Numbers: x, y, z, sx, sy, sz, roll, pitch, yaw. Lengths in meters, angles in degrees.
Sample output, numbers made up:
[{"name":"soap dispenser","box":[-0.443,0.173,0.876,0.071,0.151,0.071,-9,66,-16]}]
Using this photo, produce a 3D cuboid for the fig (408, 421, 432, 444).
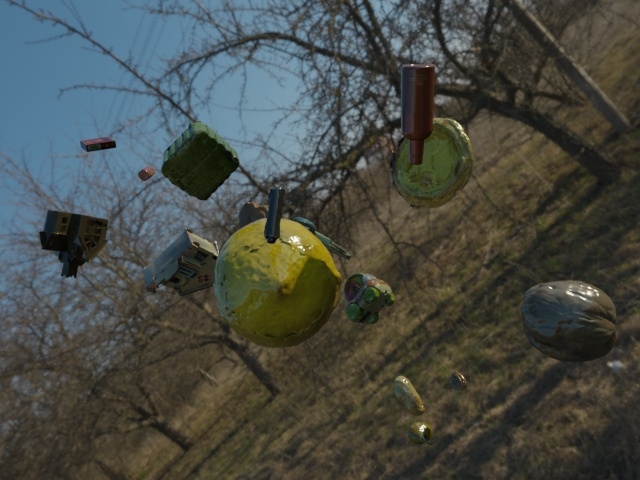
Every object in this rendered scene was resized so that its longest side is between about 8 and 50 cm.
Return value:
[{"name":"fig","box":[0.357,0.694,1.825,0.082,0.084,0.098,-63,-2,4]}]

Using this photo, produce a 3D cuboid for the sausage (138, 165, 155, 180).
[{"name":"sausage","box":[-0.612,-0.237,1.801,0.041,0.039,0.131,-47,16,5]}]

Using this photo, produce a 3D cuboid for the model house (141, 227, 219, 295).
[{"name":"model house","box":[-0.560,0.126,2.179,0.326,0.169,0.244,-40,-39,17]}]

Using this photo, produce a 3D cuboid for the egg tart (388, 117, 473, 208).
[{"name":"egg tart","box":[0.329,-0.221,1.492,0.095,0.279,0.279,11,-42,-44]}]

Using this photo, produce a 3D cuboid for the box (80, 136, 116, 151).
[{"name":"box","box":[-0.622,-0.269,1.430,0.082,0.051,0.023,-19,-56,-35]}]

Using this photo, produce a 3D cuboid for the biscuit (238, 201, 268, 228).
[{"name":"biscuit","box":[-0.225,-0.029,1.875,0.044,0.295,0.186,13,-64,-47]}]

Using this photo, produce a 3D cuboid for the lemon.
[{"name":"lemon","box":[-0.121,0.112,1.392,0.350,0.350,0.387,-42,9,-7]}]

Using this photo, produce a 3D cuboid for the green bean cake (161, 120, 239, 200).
[{"name":"green bean cake","box":[-0.390,-0.255,1.662,0.214,0.200,0.113,-40,37,14]}]

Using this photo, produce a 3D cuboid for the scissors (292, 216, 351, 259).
[{"name":"scissors","box":[0.000,0.000,1.911,0.138,0.289,0.041,-30,38,52]}]

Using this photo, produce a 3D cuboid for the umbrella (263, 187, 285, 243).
[{"name":"umbrella","box":[-0.105,-0.057,1.150,0.036,0.031,0.133,-12,65,43]}]

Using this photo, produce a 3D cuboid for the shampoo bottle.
[{"name":"shampoo bottle","box":[0.239,-0.310,1.270,0.085,0.244,0.085,-2,23,1]}]

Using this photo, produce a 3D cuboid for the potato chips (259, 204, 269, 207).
[{"name":"potato chips","box":[-0.276,-0.143,2.285,0.037,0.026,0.204,0,7,39]}]

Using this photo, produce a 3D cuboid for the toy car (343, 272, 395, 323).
[{"name":"toy car","box":[0.189,0.233,2.247,0.145,0.235,0.235,18,-49,-42]}]

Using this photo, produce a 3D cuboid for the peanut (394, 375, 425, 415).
[{"name":"peanut","box":[0.399,0.709,2.324,0.093,0.194,0.083,-27,-17,-15]}]

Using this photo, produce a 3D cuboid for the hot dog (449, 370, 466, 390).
[{"name":"hot dog","box":[0.477,0.489,1.783,0.083,0.035,0.058,-146,77,-77]}]

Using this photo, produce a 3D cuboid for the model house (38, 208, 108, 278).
[{"name":"model house","box":[-0.948,0.018,1.921,0.204,0.211,0.243,14,-96,-59]}]

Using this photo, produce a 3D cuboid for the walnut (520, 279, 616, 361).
[{"name":"walnut","box":[0.606,0.195,1.260,0.224,0.224,0.224,-42,0,0]}]
